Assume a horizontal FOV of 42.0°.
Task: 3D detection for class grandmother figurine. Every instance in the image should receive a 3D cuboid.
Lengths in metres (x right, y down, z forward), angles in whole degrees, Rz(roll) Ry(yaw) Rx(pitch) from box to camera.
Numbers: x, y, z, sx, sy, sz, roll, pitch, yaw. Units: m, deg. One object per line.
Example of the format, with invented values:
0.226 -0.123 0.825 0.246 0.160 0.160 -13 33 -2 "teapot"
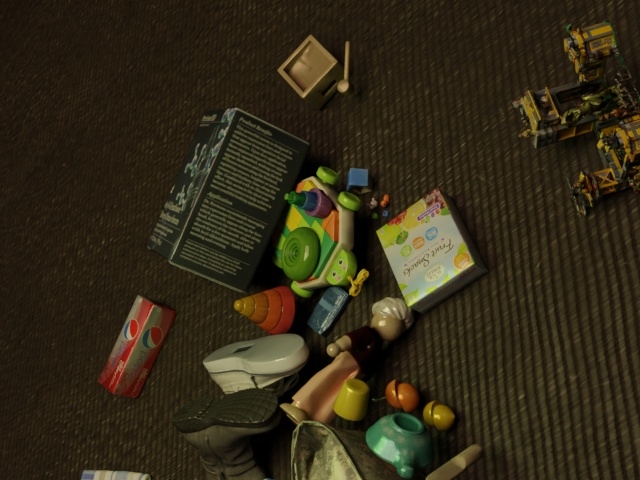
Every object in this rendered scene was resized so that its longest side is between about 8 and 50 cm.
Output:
0.069 0.255 1.740 0.104 0.208 0.342 39 76 19 "grandmother figurine"

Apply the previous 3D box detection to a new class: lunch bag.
0.082 0.476 1.602 0.169 0.235 0.287 -51 48 15 "lunch bag"

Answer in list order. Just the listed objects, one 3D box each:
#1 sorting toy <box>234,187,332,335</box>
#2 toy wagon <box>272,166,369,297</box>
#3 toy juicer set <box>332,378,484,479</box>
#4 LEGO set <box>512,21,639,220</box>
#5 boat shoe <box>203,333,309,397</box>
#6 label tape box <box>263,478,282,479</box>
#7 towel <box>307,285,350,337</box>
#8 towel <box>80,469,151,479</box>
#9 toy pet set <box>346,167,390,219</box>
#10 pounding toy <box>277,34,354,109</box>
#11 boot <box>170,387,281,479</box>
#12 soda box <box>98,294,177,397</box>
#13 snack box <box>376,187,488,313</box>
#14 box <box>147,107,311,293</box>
-0.097 0.045 1.878 0.127 0.126 0.365 41 114 51 "sorting toy"
0.000 0.000 1.924 0.267 0.068 0.344 -62 38 21 "toy wagon"
0.184 0.378 1.584 0.329 0.209 0.089 41 122 50 "toy juicer set"
0.471 -0.217 1.536 0.192 0.255 0.331 -16 72 5 "LEGO set"
-0.130 0.316 1.908 0.367 0.136 0.156 -16 104 48 "boat shoe"
-0.095 0.655 1.670 0.115 0.249 0.347 38 98 43 "label tape box"
0.017 0.159 1.927 0.067 0.029 0.119 37 98 43 "towel"
-0.555 0.710 2.188 0.285 0.034 0.209 -9 67 38 "towel"
0.094 -0.107 1.944 0.122 0.065 0.114 -11 66 37 "toy pet set"
0.027 -0.421 2.117 0.181 0.094 0.206 -46 59 11 "pounding toy"
-0.169 0.454 1.857 0.338 0.222 0.118 -13 19 47 "boot"
-0.497 0.289 2.267 0.083 0.092 0.263 23 88 42 "soda box"
0.233 0.021 1.771 0.174 0.070 0.207 -37 54 23 "snack box"
-0.234 -0.106 2.061 0.395 0.212 0.293 -67 23 -3 "box"
